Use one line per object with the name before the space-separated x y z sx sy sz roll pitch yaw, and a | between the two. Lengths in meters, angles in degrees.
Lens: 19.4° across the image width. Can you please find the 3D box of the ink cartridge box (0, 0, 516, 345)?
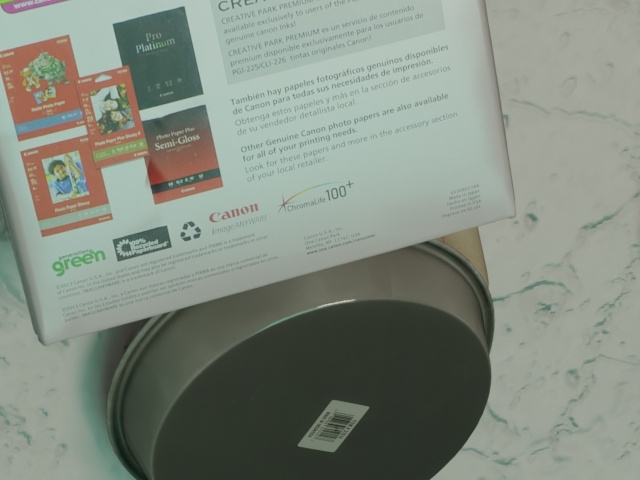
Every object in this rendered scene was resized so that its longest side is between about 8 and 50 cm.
ink cartridge box | -0.059 -0.116 1.146 0.309 0.130 0.272 -15 114 -10

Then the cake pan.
cake pan | -0.004 0.113 1.332 0.293 0.054 0.293 -13 137 -13

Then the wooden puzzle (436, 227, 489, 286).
wooden puzzle | 0.000 0.000 1.312 0.238 0.044 0.221 -22 124 -10
